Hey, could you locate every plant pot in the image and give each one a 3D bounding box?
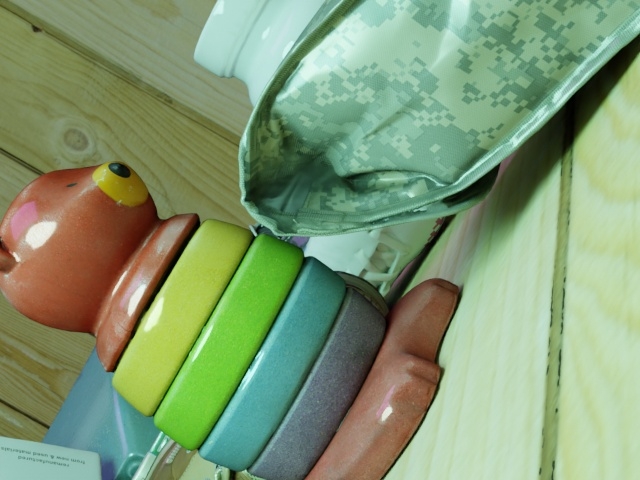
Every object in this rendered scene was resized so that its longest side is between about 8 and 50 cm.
[{"bbox_3d":[-0.232,0.310,1.723,0.247,0.248,0.252,-59,19,14],"label":"plant pot"}]

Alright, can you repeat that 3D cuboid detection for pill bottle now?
[{"bbox_3d":[0.031,-0.157,1.202,0.162,0.278,0.162,-60,2,3],"label":"pill bottle"}]

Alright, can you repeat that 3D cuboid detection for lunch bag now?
[{"bbox_3d":[0.078,-0.127,0.851,0.287,0.169,0.235,-45,5,22],"label":"lunch bag"}]

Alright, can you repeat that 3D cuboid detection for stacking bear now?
[{"bbox_3d":[-0.079,0.049,0.832,0.164,0.289,0.175,-59,3,28],"label":"stacking bear"}]

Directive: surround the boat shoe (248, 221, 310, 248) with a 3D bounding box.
[{"bbox_3d":[-0.055,0.033,1.488,0.335,0.119,0.121,-60,2,19],"label":"boat shoe"}]

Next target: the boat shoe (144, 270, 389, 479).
[{"bbox_3d":[-0.055,0.169,0.984,0.324,0.123,0.120,-60,5,6],"label":"boat shoe"}]

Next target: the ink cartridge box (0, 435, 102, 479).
[{"bbox_3d":[-0.364,0.472,1.459,0.285,0.166,0.394,-59,29,33],"label":"ink cartridge box"}]

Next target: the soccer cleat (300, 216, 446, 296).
[{"bbox_3d":[0.032,0.036,1.160,0.331,0.116,0.143,123,158,-54],"label":"soccer cleat"}]

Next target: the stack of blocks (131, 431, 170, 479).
[{"bbox_3d":[-0.190,0.326,1.273,0.297,0.171,0.087,-60,3,-10],"label":"stack of blocks"}]
